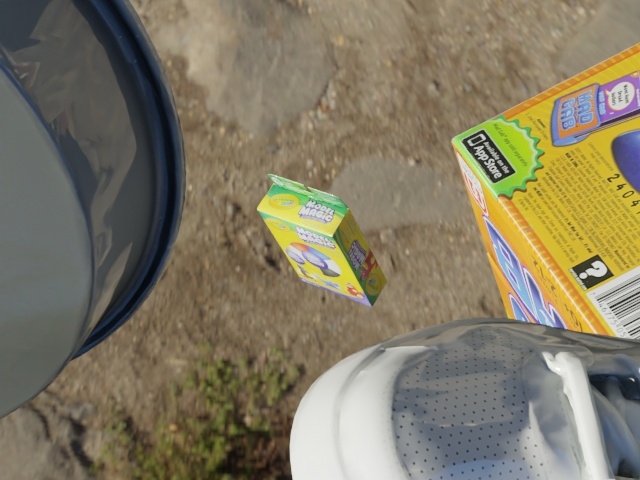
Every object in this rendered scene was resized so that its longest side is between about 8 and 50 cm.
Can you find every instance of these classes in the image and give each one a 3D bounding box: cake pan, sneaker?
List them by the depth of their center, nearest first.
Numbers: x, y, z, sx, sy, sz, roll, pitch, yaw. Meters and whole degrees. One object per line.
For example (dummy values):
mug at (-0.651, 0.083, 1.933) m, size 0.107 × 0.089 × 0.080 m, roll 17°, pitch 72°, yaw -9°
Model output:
cake pan at (-0.196, -0.027, 0.461) m, size 0.293 × 0.054 × 0.293 m, roll 4°, pitch 133°, yaw 5°
sneaker at (0.145, 0.054, 0.464) m, size 0.292 × 0.108 × 0.169 m, roll 4°, pitch 153°, yaw -37°

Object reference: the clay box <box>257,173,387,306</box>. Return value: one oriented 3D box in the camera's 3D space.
clay box at (0.000, 0.000, 1.793) m, size 0.053 × 0.127 × 0.222 m, roll -59°, pitch 147°, yaw -19°

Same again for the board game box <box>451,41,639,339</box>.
board game box at (0.395, 0.040, 1.289) m, size 0.356 × 0.356 × 0.356 m, roll -27°, pitch 135°, yaw -2°
